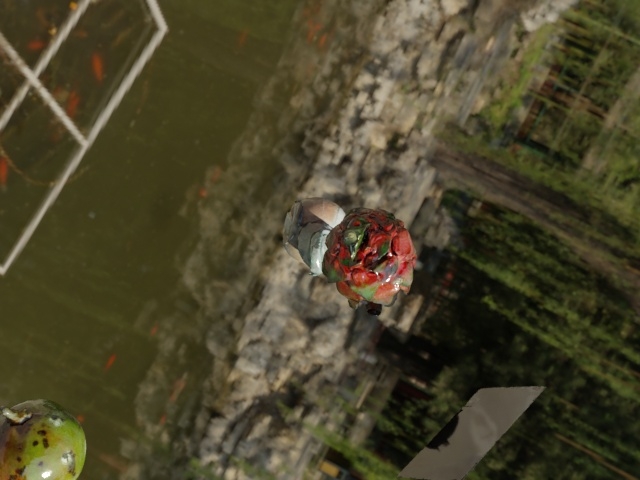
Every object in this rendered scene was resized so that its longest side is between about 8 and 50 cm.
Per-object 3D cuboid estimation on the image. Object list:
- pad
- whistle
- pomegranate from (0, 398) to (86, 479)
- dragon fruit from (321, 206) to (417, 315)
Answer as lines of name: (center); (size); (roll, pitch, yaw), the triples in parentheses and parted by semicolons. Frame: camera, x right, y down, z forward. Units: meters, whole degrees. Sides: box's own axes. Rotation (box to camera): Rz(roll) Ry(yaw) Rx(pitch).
pad: (0.247, 0.313, 1.408); (0.243, 0.004, 0.163); (-37, -169, -31)
whistle: (0.000, 0.000, 2.185); (0.348, 0.189, 0.189); (-105, -142, -70)
pomegranate: (-0.431, 0.342, 1.291); (0.156, 0.156, 0.220); (-36, 138, -72)
dragon fruit: (0.087, 0.033, 1.518); (0.182, 0.182, 0.189); (-55, 178, -45)
